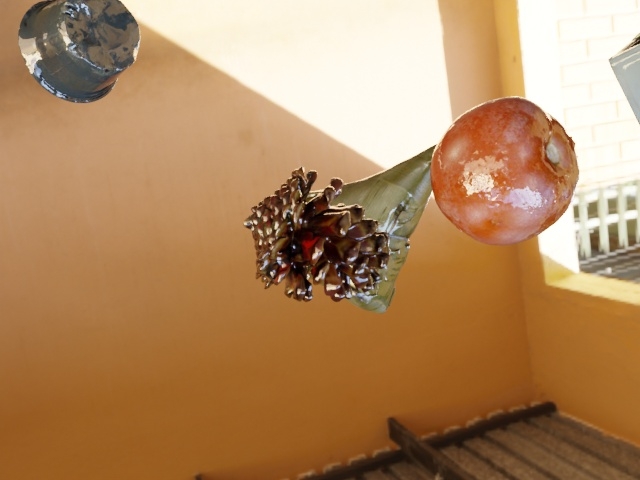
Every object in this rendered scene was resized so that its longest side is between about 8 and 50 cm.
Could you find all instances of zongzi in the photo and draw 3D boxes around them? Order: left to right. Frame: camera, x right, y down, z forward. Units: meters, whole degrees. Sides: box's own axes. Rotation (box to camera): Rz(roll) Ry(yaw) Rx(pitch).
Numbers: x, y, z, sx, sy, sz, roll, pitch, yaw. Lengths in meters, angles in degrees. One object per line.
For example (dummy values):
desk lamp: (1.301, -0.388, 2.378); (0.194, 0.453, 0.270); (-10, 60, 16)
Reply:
zongzi: (0.057, -0.085, 1.279); (0.323, 0.360, 0.160); (28, -175, 26)

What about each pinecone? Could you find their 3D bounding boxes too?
pinecone: (-0.002, -0.001, 0.500); (0.109, 0.102, 0.102); (20, 170, -36)

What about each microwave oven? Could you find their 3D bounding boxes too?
microwave oven: (0.634, -0.315, 1.182); (0.122, 0.162, 0.208); (-24, -171, 48)

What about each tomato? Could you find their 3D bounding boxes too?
tomato: (0.260, -0.097, 0.949); (0.208, 0.208, 0.185); (-17, 178, -44)

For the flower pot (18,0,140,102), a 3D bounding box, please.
flower pot: (-0.336, -0.289, 0.950); (0.107, 0.157, 0.157); (-11, -176, 42)
